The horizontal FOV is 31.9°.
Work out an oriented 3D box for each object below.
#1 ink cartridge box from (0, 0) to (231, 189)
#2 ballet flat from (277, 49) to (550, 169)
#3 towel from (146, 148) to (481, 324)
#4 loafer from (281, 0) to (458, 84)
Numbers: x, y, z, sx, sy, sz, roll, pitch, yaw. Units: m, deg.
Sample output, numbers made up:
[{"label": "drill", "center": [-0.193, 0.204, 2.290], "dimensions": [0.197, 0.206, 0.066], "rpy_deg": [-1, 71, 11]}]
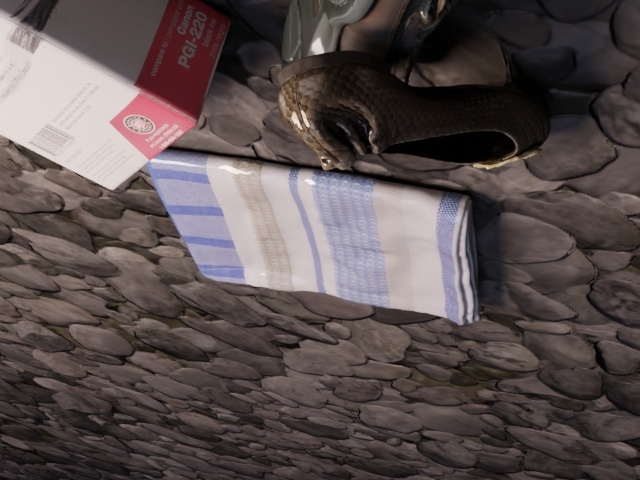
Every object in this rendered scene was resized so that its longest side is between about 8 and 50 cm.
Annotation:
[{"label": "ink cartridge box", "center": [-0.194, -0.138, 0.747], "dimensions": [0.217, 0.092, 0.158], "rpy_deg": [26, 153, -24]}, {"label": "ballet flat", "center": [0.066, -0.064, 0.676], "dimensions": [0.084, 0.058, 0.249], "rpy_deg": [-20, 166, 35]}, {"label": "towel", "center": [0.000, 0.000, 0.980], "dimensions": [0.284, 0.034, 0.209], "rpy_deg": [10, 153, 14]}, {"label": "loafer", "center": [0.039, -0.146, 0.618], "dimensions": [0.084, 0.096, 0.267], "rpy_deg": [0, 165, -13]}]
